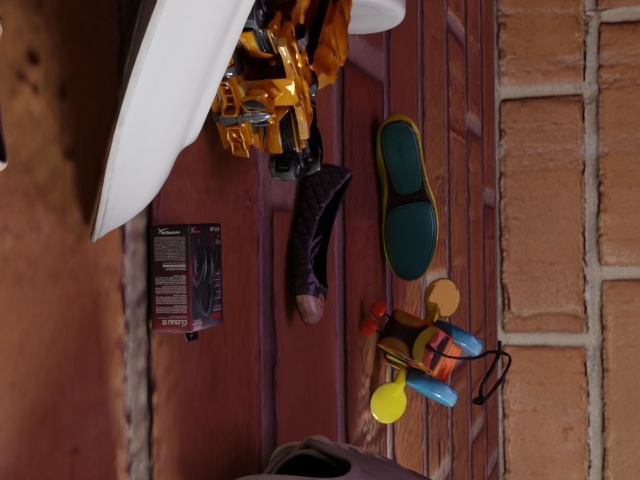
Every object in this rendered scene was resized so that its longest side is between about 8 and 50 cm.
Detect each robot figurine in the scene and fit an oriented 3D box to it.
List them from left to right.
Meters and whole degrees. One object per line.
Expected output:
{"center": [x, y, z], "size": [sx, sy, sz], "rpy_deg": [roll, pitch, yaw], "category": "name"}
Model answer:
{"center": [-0.033, -0.183, 0.869], "size": [0.291, 0.085, 0.211], "rpy_deg": [-74, 157, -48], "category": "robot figurine"}

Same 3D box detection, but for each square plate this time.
{"center": [-0.049, -0.210, 0.565], "size": [0.344, 0.049, 0.347], "rpy_deg": [129, -28, -60], "category": "square plate"}

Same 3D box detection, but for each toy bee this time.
{"center": [0.129, 0.126, 1.341], "size": [0.195, 0.162, 0.298], "rpy_deg": [-61, -178, -31], "category": "toy bee"}

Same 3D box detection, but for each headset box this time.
{"center": [-0.094, 0.030, 0.739], "size": [0.062, 0.032, 0.083], "rpy_deg": [-2, 90, -74], "category": "headset box"}

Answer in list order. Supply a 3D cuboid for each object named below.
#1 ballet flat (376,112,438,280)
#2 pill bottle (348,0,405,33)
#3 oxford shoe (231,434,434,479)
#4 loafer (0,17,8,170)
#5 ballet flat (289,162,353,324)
{"center": [0.116, -0.062, 1.420], "size": [0.077, 0.077, 0.231], "rpy_deg": [-95, 178, -73], "category": "ballet flat"}
{"center": [0.036, -0.314, 1.074], "size": [0.108, 0.108, 0.180], "rpy_deg": [31, 60, -72], "category": "pill bottle"}
{"center": [0.012, 0.231, 0.909], "size": [0.130, 0.169, 0.449], "rpy_deg": [69, 14, 10], "category": "oxford shoe"}
{"center": [-0.163, -0.090, 0.488], "size": [0.045, 0.039, 0.125], "rpy_deg": [3, 87, -73], "category": "loafer"}
{"center": [0.000, 0.000, 1.038], "size": [0.057, 0.049, 0.173], "rpy_deg": [54, 39, -63], "category": "ballet flat"}
